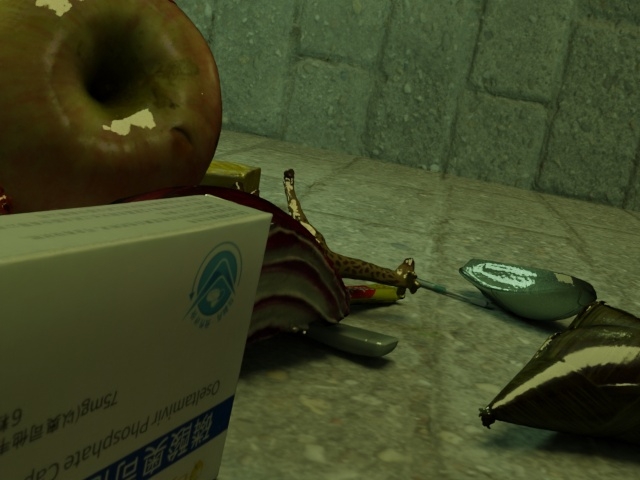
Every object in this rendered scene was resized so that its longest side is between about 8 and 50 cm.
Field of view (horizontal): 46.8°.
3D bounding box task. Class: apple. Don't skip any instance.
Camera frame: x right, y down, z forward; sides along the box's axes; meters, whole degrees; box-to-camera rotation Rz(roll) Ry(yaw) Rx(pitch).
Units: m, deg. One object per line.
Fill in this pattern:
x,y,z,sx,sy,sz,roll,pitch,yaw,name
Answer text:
-0.351,-0.190,1.053,0.392,0.391,0.347,1,-8,-37,apple

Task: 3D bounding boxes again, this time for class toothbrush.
0.177,0.072,1.126,0.167,0.011,0.014,18,10,29,toothbrush

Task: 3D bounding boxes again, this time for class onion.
-0.139,0.005,0.736,0.280,0.146,0.314,28,32,30,onion

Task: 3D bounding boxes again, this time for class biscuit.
0.010,0.069,0.928,0.048,0.026,0.292,12,6,39,biscuit

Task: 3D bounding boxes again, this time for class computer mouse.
0.289,0.076,1.076,0.113,0.068,0.229,24,-9,-36,computer mouse

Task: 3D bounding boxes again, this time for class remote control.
-0.005,0.100,0.827,0.184,0.027,0.050,12,5,28,remote control

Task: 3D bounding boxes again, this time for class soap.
-0.232,-0.117,1.468,0.258,0.080,0.160,2,16,-33,soap

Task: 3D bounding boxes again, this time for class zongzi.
0.293,0.152,0.665,0.221,0.112,0.242,21,24,36,zongzi

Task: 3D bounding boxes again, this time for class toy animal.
-0.004,0.006,0.935,0.276,0.054,0.149,34,45,7,toy animal

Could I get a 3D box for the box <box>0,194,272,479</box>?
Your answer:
-0.152,0.087,0.362,0.065,0.200,0.343,19,15,24,box

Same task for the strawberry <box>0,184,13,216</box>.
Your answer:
-0.430,-0.002,0.780,0.236,0.106,0.175,15,50,22,strawberry
